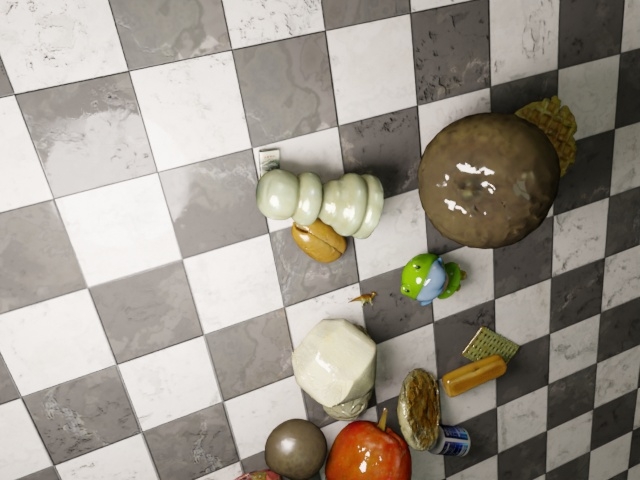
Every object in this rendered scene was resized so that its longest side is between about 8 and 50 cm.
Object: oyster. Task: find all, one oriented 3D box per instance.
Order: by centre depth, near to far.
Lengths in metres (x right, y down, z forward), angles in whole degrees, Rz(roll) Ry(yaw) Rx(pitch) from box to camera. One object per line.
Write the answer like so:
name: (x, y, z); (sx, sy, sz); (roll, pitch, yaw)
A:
oyster: (0.133, 0.287, 1.843); (0.038, 0.080, 0.083); (-54, 158, -21)

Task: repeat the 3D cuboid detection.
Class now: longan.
longan: (0.469, -0.162, 1.619); (0.390, 0.391, 0.392); (-9, 114, -20)
longan: (-0.078, 0.662, 1.841); (0.212, 0.198, 0.198); (29, 98, -25)

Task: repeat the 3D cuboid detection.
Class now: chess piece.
chess piece: (-0.013, -0.108, 1.553); (0.330, 0.182, 0.183); (6, 109, -24)

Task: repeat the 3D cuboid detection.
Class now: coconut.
coconut: (0.050, 0.371, 1.720); (0.247, 0.245, 0.245); (40, 93, 10)

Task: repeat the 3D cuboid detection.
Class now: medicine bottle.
medicine bottle: (0.452, 0.736, 2.142); (0.191, 0.107, 0.107); (16, 104, -28)

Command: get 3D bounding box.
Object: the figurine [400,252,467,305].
figurine: (0.359, 0.123, 1.838); (0.263, 0.143, 0.162); (6, 117, -43)

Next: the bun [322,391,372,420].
bun: (0.092, 0.518, 1.900); (0.183, 0.102, 0.184); (-7, 112, -18)

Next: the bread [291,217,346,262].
bread: (0.000, 0.000, 1.662); (0.189, 0.077, 0.114); (32, 100, -33)

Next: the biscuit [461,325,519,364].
biscuit: (0.628, 0.404, 2.134); (0.231, 0.016, 0.139); (30, 98, -30)

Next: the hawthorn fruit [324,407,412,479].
hawthorn fruit: (0.173, 0.713, 1.919); (0.287, 0.287, 0.331); (17, 87, -28)

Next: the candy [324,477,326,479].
candy: (-0.001, 1.024, 1.980); (0.171, 0.263, 0.398); (15, 105, -37)

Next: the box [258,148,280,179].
box: (-0.136, -0.200, 1.546); (0.054, 0.024, 0.083); (-9, 114, -18)

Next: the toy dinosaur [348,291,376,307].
toy dinosaur: (0.132, 0.191, 1.822); (0.113, 0.026, 0.041); (-17, 110, -26)

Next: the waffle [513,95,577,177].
waffle: (0.680, -0.291, 1.836); (0.324, 0.068, 0.302); (-26, 119, -10)

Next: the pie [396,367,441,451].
pie: (0.343, 0.577, 1.984); (0.274, 0.055, 0.275); (15, 71, -50)

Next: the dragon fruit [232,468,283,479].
dragon fruit: (-0.201, 0.938, 1.855); (0.314, 0.263, 0.296); (-37, 121, -5)

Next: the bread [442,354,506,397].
bread: (0.550, 0.482, 2.089); (0.239, 0.074, 0.093); (-20, 110, -9)
